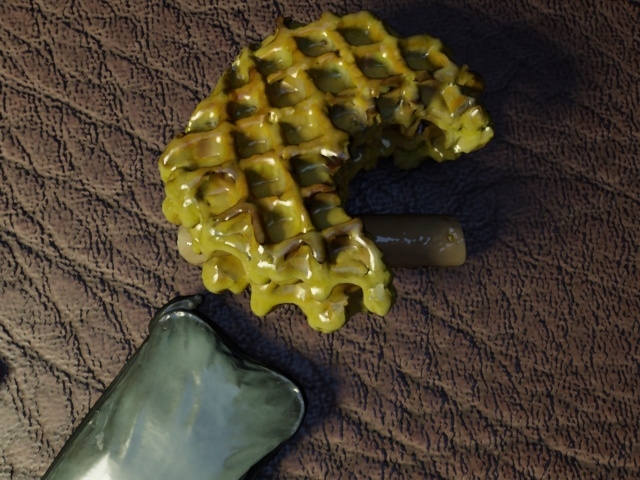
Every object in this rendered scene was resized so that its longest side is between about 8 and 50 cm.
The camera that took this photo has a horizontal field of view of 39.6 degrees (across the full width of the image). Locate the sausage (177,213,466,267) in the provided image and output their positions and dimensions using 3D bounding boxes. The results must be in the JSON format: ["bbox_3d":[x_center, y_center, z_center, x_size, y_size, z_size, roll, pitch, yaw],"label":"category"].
[{"bbox_3d":[0.001,0.000,0.936,0.301,0.066,0.066,-2,85,-4],"label":"sausage"}]

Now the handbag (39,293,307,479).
[{"bbox_3d":[-0.162,0.230,0.903,0.191,0.075,0.332,34,86,3],"label":"handbag"}]

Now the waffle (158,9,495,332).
[{"bbox_3d":[0.009,-0.080,0.864,0.261,0.151,0.324,29,61,12],"label":"waffle"}]
